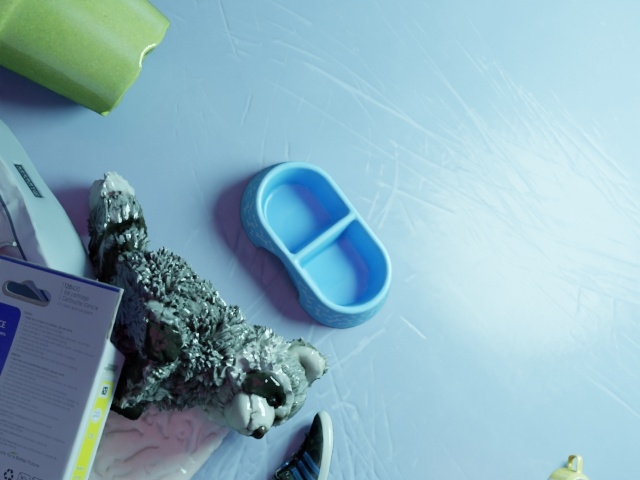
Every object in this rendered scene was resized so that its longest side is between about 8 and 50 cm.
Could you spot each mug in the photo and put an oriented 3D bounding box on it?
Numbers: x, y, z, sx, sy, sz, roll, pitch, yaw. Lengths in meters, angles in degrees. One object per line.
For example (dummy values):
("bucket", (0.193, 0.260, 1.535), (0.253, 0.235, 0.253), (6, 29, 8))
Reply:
("mug", (0.398, 0.387, 1.774), (0.062, 0.064, 0.078), (-21, 84, -13))

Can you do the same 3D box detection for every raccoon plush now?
("raccoon plush", (-0.162, 0.087, 1.649), (0.299, 0.216, 0.446), (7, 61, -31))

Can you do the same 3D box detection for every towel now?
("towel", (-0.350, 0.297, 1.656), (0.317, 0.053, 0.332), (41, 75, 0))

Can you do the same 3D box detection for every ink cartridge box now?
("ink cartridge box", (-0.424, 0.185, 1.539), (0.303, 0.072, 0.307), (14, 80, 25))

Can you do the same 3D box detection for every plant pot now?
("plant pot", (-0.378, -0.329, 1.677), (0.254, 0.276, 0.276), (34, 75, -16))

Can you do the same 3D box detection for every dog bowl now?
("dog bowl", (0.000, 0.000, 1.765), (0.166, 0.074, 0.297), (-37, 89, -15))

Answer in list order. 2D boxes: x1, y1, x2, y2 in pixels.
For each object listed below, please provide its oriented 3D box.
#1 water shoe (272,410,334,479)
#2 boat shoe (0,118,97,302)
("water shoe", (-0.031, 0.356, 1.695), (0.080, 0.073, 0.203), (11, 77, -6))
("boat shoe", (-0.471, -0.012, 1.641), (0.156, 0.136, 0.367), (-38, 76, 13))
